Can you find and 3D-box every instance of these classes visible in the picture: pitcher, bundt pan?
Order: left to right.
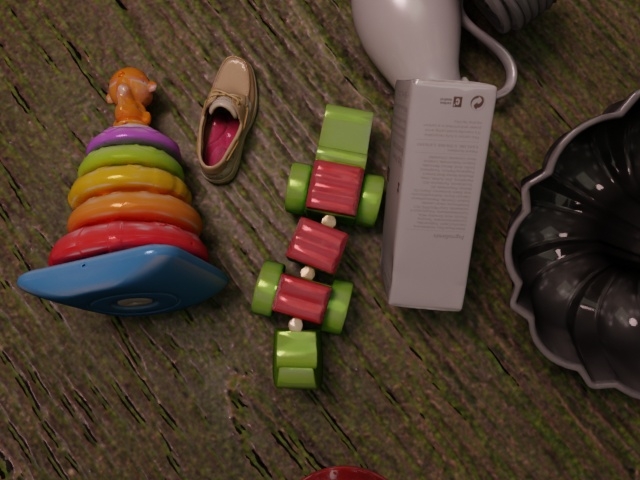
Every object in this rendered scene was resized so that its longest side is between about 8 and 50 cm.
[{"bbox_3d":[0.139,-0.253,0.590,0.178,0.125,0.207,-19,93,-9],"label":"pitcher"},{"bbox_3d":[0.357,-0.002,0.512,0.331,0.124,0.330,2,106,8],"label":"bundt pan"}]

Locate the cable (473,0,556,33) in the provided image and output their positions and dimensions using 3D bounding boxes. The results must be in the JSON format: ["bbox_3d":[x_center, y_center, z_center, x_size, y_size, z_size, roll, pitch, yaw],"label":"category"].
[{"bbox_3d":[0.170,-0.355,0.536,0.089,0.257,0.257,-39,92,27],"label":"cable"}]

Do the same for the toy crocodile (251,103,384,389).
[{"bbox_3d":[0.000,0.000,0.558,0.115,0.105,0.340,16,82,1],"label":"toy crocodile"}]

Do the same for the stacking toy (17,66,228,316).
[{"bbox_3d":[-0.219,-0.071,0.557,0.175,0.166,0.301,-13,71,9],"label":"stacking toy"}]

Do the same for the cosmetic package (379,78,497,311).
[{"bbox_3d":[0.116,-0.052,0.518,0.086,0.117,0.230,4,108,0],"label":"cosmetic package"}]

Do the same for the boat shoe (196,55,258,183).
[{"bbox_3d":[-0.117,-0.158,0.601,0.063,0.059,0.169,7,83,0],"label":"boat shoe"}]

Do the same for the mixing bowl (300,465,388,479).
[{"bbox_3d":[0.029,0.352,0.516,0.182,0.098,0.181,0,82,-1],"label":"mixing bowl"}]
